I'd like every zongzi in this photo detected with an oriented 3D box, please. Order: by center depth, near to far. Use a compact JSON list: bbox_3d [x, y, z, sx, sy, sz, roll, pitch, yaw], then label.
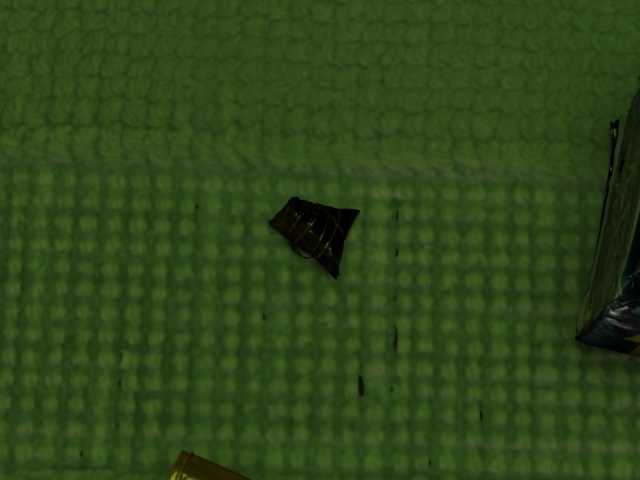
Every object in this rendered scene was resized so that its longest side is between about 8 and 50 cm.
[{"bbox_3d":[0.000,0.000,1.671,0.083,0.067,0.073,7,67,-19],"label":"zongzi"}]

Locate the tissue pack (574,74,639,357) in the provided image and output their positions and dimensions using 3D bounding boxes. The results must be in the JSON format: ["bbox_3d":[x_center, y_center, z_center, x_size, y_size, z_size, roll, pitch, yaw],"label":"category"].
[{"bbox_3d":[0.452,0.004,1.593,0.417,0.253,0.264,15,74,2],"label":"tissue pack"}]

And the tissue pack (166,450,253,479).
[{"bbox_3d":[-0.032,0.322,1.536,0.275,0.145,0.194,23,77,4],"label":"tissue pack"}]
